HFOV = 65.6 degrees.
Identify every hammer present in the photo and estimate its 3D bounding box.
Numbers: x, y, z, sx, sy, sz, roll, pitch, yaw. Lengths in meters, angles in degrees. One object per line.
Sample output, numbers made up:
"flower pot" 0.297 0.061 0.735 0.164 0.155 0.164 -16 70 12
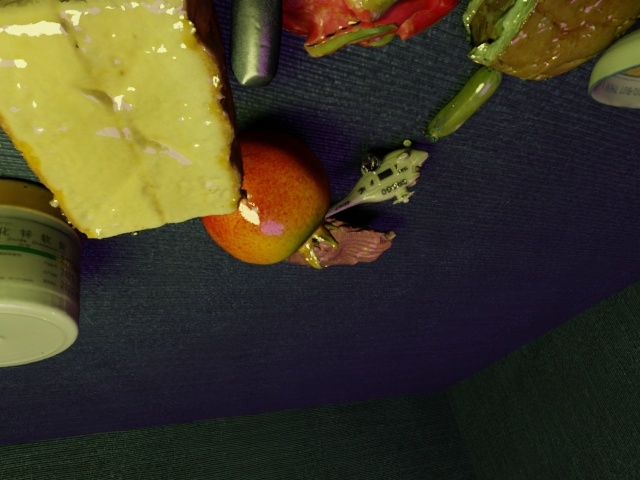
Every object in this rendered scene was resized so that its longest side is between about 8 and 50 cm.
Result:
"hammer" -0.056 -0.266 0.380 0.137 0.037 0.290 14 118 18

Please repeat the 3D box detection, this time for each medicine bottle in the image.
"medicine bottle" -0.518 0.057 0.807 0.237 0.232 0.238 -12 149 -8

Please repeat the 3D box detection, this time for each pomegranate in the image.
"pomegranate" -0.077 -0.057 0.814 0.256 0.221 0.221 42 129 -4

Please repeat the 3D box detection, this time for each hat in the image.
"hat" 0.000 0.000 1.077 0.236 0.107 0.286 -26 157 34

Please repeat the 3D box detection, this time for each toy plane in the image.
"toy plane" 0.081 -0.089 0.936 0.286 0.108 0.092 -27 170 0

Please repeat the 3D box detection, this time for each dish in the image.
"dish" 0.516 -0.272 0.664 0.273 0.134 0.273 4 -179 0

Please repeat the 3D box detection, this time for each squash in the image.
"squash" 0.247 -0.235 0.870 0.052 0.052 0.183 7 146 -33

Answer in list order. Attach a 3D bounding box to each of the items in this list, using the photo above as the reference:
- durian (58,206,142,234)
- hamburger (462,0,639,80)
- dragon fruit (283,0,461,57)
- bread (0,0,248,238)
"durian" -0.305 -0.084 0.779 0.195 0.167 0.196 4 168 1
"hamburger" 0.342 -0.341 0.661 0.211 0.133 0.309 3 143 -25
"dragon fruit" 0.037 -0.307 0.486 0.302 0.237 0.231 -18 108 32
"bread" -0.203 -0.190 0.516 0.206 0.279 0.279 -9 150 -7
